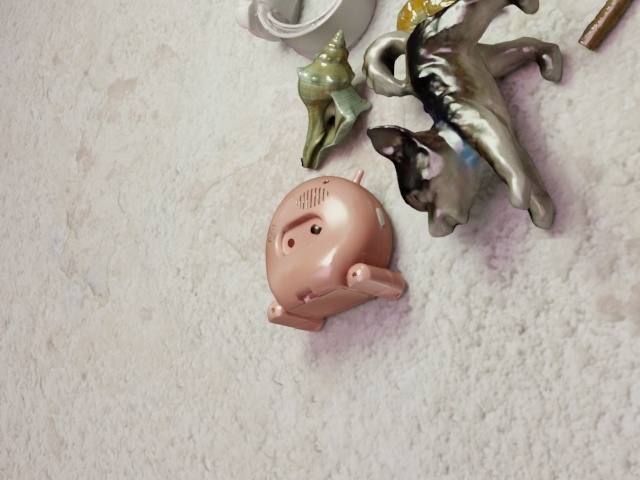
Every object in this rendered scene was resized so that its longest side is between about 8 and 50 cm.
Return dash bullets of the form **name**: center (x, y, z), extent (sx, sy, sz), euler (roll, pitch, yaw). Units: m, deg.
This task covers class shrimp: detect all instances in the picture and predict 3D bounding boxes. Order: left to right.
- **shrimp**: center (0.204, -0.357, 1.270), extent (0.190, 0.042, 0.101), euler (-2, 98, 39)

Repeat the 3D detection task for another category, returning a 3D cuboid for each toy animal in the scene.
- **toy animal**: center (0.182, -0.171, 1.148), extent (0.302, 0.194, 0.345), euler (0, 76, 34)

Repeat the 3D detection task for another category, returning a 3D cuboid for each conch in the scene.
- **conch**: center (0.028, -0.238, 1.351), extent (0.137, 0.114, 0.234), euler (18, 127, 51)

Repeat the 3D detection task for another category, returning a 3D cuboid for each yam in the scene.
- **yam**: center (0.410, -0.330, 1.093), extent (0.032, 0.032, 0.145), euler (44, 108, 38)

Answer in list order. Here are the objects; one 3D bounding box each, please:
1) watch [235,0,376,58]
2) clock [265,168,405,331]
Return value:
- **watch**: center (-0.026, -0.462, 1.395), extent (0.231, 0.196, 0.244), euler (15, 86, 34)
- **clock**: center (0.000, 0.000, 1.288), extent (0.227, 0.142, 0.241), euler (-25, 61, 33)
